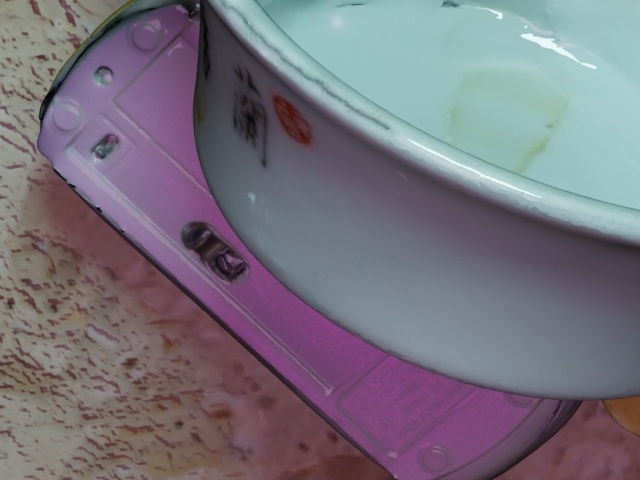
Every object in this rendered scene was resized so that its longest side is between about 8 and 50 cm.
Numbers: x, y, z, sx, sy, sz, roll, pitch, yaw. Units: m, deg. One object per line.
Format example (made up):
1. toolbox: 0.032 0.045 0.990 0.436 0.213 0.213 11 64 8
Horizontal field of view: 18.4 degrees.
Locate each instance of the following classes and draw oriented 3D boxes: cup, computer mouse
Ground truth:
1. cup: 0.086 -0.060 0.844 0.347 0.347 0.163 23 129 4
2. computer mouse: 0.000 0.000 1.005 0.310 0.072 0.158 43 117 -11

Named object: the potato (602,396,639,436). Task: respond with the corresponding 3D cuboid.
1. potato: 0.210 0.037 0.947 0.178 0.109 0.118 -28 135 21
